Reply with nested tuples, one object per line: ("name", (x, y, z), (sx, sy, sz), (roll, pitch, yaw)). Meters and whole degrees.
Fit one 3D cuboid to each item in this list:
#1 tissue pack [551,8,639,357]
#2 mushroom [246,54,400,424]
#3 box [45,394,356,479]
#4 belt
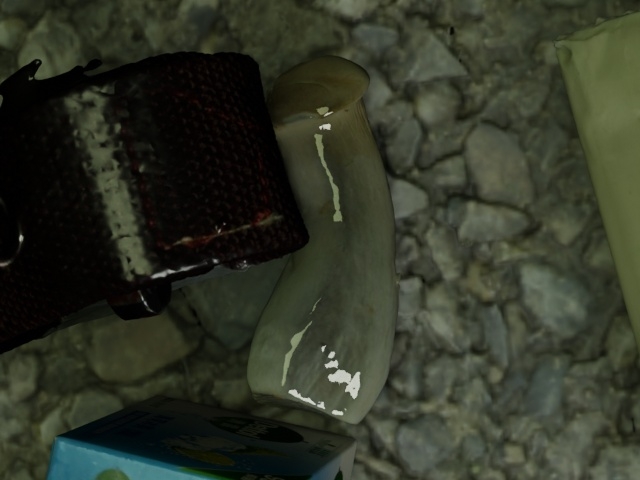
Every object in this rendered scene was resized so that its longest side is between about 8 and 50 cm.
("tissue pack", (0.317, 0.030, 1.009), (0.297, 0.207, 0.380), (-18, 87, 53))
("mushroom", (0.005, -0.001, 1.193), (0.092, 0.081, 0.223), (4, 91, -8))
("box", (-0.068, 0.150, 1.156), (0.139, 0.194, 0.073), (12, 95, 11))
("belt", (-0.140, -0.027, 1.141), (0.289, 0.184, 0.164), (-21, 87, 49))
